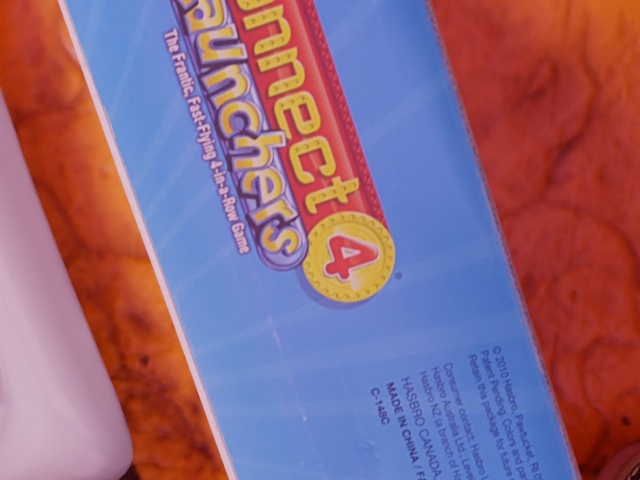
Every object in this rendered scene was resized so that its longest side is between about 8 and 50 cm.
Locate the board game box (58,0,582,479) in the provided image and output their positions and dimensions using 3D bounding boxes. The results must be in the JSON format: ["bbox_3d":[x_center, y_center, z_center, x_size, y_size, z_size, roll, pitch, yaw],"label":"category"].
[{"bbox_3d":[0.000,0.000,0.462,0.086,0.302,0.308,-19,100,0],"label":"board game box"}]

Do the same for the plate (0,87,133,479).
[{"bbox_3d":[-0.251,0.021,0.535,0.277,0.045,0.278,-19,98,-2],"label":"plate"}]

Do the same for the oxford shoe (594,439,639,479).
[{"bbox_3d":[0.173,0.265,0.564,0.123,0.130,0.348,5,84,-44],"label":"oxford shoe"}]
